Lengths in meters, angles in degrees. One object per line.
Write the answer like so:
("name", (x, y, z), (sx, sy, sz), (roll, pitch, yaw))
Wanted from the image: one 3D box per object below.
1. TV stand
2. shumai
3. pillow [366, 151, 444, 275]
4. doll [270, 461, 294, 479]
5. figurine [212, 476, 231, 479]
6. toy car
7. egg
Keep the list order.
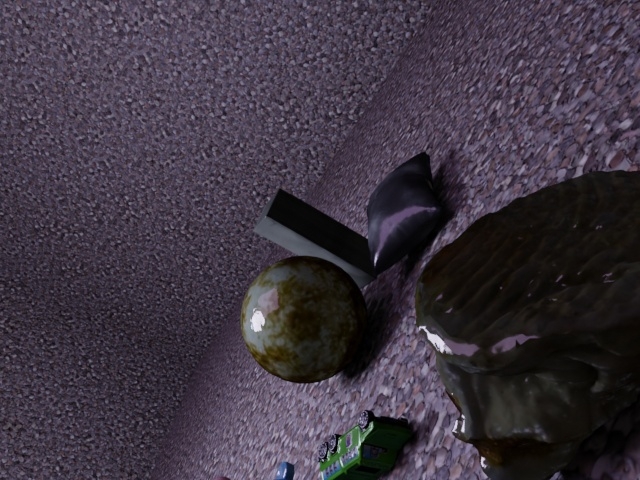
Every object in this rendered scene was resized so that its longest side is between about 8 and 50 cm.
("TV stand", (0.000, 0.000, 1.318), (0.088, 0.269, 0.083), (-40, 23, 56))
("shumai", (0.224, 0.075, 0.519), (0.272, 0.204, 0.222), (-20, 28, 17))
("pillow", (0.154, -0.057, 1.181), (0.186, 0.106, 0.250), (-49, 17, 24))
("doll", (-0.077, 0.465, 0.854), (0.177, 0.141, 0.314), (-41, 28, 46))
("figurine", (-0.146, 0.496, 1.028), (0.173, 0.173, 0.173), (-58, 11, 18))
("toy car", (0.059, 0.291, 0.849), (0.165, 0.071, 0.062), (-52, 29, 42))
("egg", (-0.027, 0.149, 1.177), (0.238, 0.238, 0.289), (-62, -12, 1))
